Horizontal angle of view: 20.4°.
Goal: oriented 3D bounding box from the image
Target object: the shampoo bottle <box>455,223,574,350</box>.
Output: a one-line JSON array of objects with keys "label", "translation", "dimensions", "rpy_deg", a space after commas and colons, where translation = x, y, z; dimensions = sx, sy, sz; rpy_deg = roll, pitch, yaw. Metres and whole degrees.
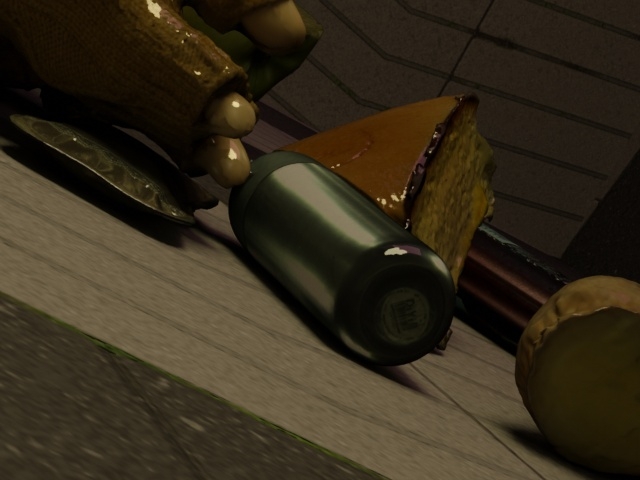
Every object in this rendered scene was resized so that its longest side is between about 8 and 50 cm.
[{"label": "shampoo bottle", "translation": [0.186, 0.060, 1.561], "dimensions": [0.323, 0.084, 0.129], "rpy_deg": [35, -3, 41]}]

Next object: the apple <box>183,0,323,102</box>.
[{"label": "apple", "translation": [-0.157, -0.257, 1.918], "dimensions": [0.258, 0.233, 0.295], "rpy_deg": [46, -6, 23]}]

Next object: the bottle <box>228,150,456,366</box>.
[{"label": "bottle", "translation": [0.000, 0.000, 1.118], "dimensions": [0.096, 0.079, 0.253], "rpy_deg": [38, 2, -25]}]

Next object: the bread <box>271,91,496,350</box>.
[{"label": "bread", "translation": [0.074, -0.017, 1.268], "dimensions": [0.160, 0.169, 0.140], "rpy_deg": [-126, -163, -55]}]

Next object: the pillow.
[{"label": "pillow", "translation": [-0.127, -0.047, 1.146], "dimensions": [0.130, 0.033, 0.217], "rpy_deg": [31, 5, 1]}]

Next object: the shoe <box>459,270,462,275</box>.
[{"label": "shoe", "translation": [0.051, -0.014, 1.468], "dimensions": [0.106, 0.091, 0.207], "rpy_deg": [26, -1, 29]}]

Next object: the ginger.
[{"label": "ginger", "translation": [0.226, 0.097, 1.165], "dimensions": [0.190, 0.126, 0.354], "rpy_deg": [56, 15, 28]}]

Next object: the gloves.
[{"label": "gloves", "translation": [-0.138, -0.186, 1.156], "dimensions": [0.203, 0.155, 0.356], "rpy_deg": [-18, 70, -45]}]

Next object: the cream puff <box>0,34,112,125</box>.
[{"label": "cream puff", "translation": [-0.173, -0.159, 1.324], "dimensions": [0.169, 0.183, 0.183], "rpy_deg": [49, 2, -11]}]
